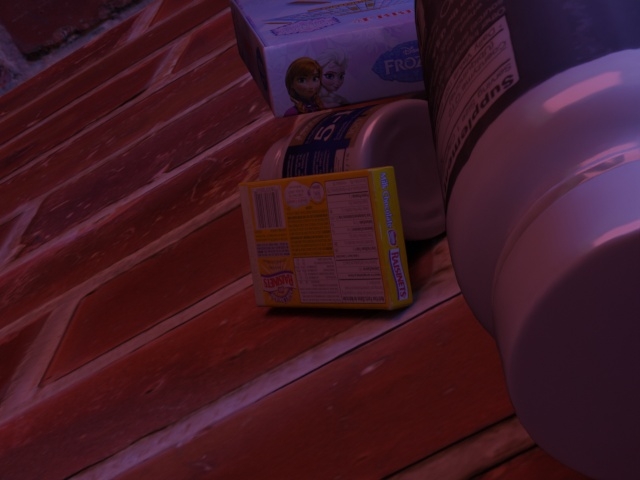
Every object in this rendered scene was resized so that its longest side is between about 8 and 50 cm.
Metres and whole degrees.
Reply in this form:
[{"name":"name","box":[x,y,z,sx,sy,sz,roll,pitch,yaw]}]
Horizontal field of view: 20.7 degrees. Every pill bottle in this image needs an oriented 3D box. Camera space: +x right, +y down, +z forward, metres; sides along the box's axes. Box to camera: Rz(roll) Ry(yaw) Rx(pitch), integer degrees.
[{"name":"pill bottle","box":[0.163,-0.052,0.944,0.204,0.204,0.361,-28,34,18]},{"name":"pill bottle","box":[0.030,-0.053,1.429,0.112,0.112,0.187,-43,19,-25]}]

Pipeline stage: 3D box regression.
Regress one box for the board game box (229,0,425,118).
[{"name":"board game box","box":[0.090,-0.198,1.590,0.319,0.066,0.318,-11,16,-4]}]

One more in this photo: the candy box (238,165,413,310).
[{"name":"candy box","box":[0.000,0.000,1.360,0.027,0.105,0.206,-13,6,-30]}]
